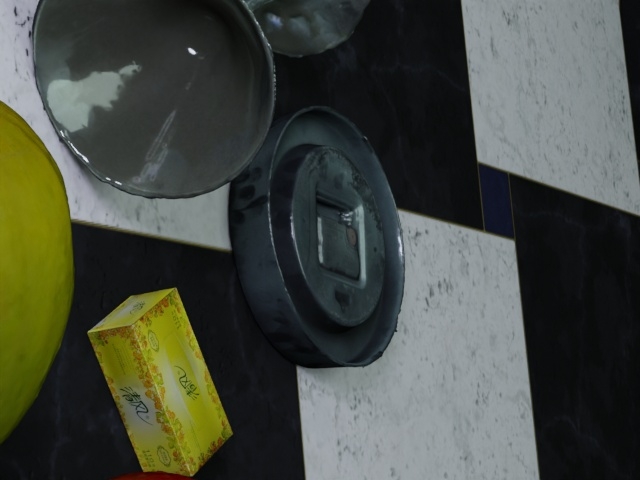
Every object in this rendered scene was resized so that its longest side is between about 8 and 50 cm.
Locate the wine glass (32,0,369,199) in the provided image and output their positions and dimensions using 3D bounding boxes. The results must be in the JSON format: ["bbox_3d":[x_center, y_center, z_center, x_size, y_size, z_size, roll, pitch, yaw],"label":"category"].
[{"bbox_3d":[-0.097,-0.238,1.999,0.406,0.267,0.267,-48,121,-58],"label":"wine glass"}]

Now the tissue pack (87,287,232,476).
[{"bbox_3d":[-0.162,0.148,1.936,0.095,0.062,0.176,-42,116,-56],"label":"tissue pack"}]

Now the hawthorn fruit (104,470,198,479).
[{"bbox_3d":[-0.171,0.335,1.676,0.284,0.284,0.284,27,58,-54],"label":"hawthorn fruit"}]

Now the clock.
[{"bbox_3d":[0.000,0.000,2.261,0.319,0.066,0.319,29,56,-54],"label":"clock"}]

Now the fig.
[{"bbox_3d":[-0.341,0.045,1.406,0.343,0.343,0.343,27,58,-54],"label":"fig"}]
